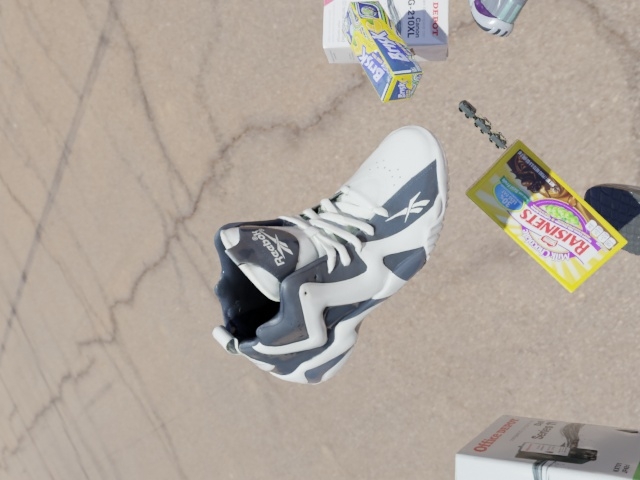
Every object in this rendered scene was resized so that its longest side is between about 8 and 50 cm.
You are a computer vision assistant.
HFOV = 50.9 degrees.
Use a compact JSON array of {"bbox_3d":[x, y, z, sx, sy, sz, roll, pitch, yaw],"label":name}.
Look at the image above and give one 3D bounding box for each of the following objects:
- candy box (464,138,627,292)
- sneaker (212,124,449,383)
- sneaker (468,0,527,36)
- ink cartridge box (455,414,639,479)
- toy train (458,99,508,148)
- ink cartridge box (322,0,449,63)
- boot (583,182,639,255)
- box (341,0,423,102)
[{"bbox_3d":[0.311,-0.033,0.933,0.206,0.027,0.105,42,108,-1],"label":"candy box"},{"bbox_3d":[0.000,0.000,0.511,0.094,0.153,0.235,43,101,33],"label":"sneaker"},{"bbox_3d":[0.257,-0.413,1.017,0.098,0.083,0.224,-53,46,45],"label":"sneaker"},{"bbox_3d":[0.251,0.236,0.643,0.208,0.153,0.087,-3,91,32],"label":"ink cartridge box"},{"bbox_3d":[0.379,-0.269,1.566,0.158,0.036,0.027,40,131,-16],"label":"toy train"},{"bbox_3d":[0.129,-0.439,1.295,0.237,0.100,0.172,1,86,8],"label":"ink cartridge box"},{"bbox_3d":[0.657,-0.052,1.164,0.338,0.222,0.118,24,131,40],"label":"boot"},{"bbox_3d":[0.093,-0.294,1.041,0.059,0.054,0.169,111,140,-53],"label":"box"}]
